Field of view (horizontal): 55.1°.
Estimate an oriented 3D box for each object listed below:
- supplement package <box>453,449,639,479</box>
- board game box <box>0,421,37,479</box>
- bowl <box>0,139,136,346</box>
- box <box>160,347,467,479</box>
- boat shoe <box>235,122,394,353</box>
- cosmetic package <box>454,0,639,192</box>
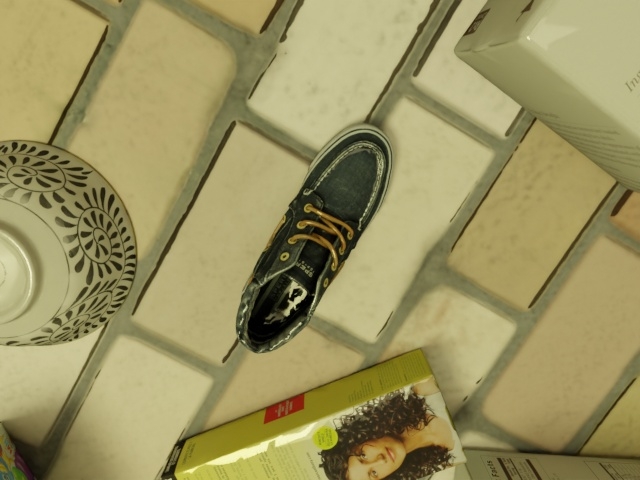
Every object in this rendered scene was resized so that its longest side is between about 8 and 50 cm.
[{"bbox_3d":[0.244,0.307,0.473,0.263,0.198,0.199,4,104,-3],"label":"supplement package"},{"bbox_3d":[-0.339,0.283,0.441,0.275,0.142,0.144,-28,103,-15],"label":"board game box"},{"bbox_3d":[-0.232,0.014,0.453,0.170,0.080,0.170,0,103,-1],"label":"bowl"},{"bbox_3d":[-0.006,0.175,0.508,0.232,0.058,0.087,-23,103,5],"label":"box"},{"bbox_3d":[0.000,0.000,0.452,0.065,0.083,0.183,30,101,-8],"label":"boat shoe"},{"bbox_3d":[0.215,-0.131,0.390,0.184,0.151,0.151,34,100,-10],"label":"cosmetic package"}]
